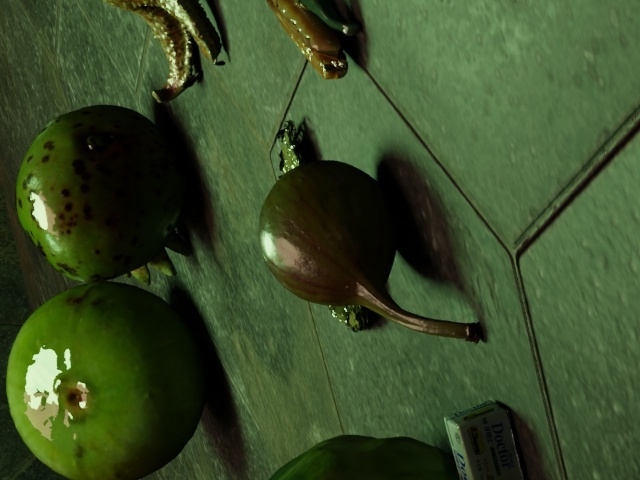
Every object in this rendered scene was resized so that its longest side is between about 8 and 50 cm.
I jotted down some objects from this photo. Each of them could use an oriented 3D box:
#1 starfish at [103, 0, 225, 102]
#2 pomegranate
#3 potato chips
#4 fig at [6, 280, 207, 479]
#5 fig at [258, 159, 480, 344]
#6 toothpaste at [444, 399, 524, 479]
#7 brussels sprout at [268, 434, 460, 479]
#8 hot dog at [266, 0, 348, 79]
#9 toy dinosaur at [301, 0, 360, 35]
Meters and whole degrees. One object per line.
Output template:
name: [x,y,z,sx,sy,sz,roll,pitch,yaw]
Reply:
starfish: [-0.227,-0.286,1.859,0.303,0.113,0.312,48,175,-26]
pomegranate: [-0.269,-0.029,2.153,0.231,0.231,0.286,48,162,54]
potato chips: [0.004,-0.001,1.618,0.202,0.029,0.220,88,160,-47]
fig: [-0.299,0.198,2.426,0.316,0.316,0.316,161,90,-74]
fig: [0.042,0.028,1.394,0.236,0.124,0.124,44,151,34]
toothpaste: [0.146,0.213,1.350,0.034,0.046,0.164,-153,46,-72]
brussels sprout: [0.042,0.270,1.451,0.271,0.210,0.219,-58,-17,-70]
hot dog: [-0.007,-0.185,1.420,0.133,0.041,0.056,55,179,43]
toy dinosaur: [-0.053,-0.302,1.370,0.120,0.079,0.292,-153,42,-70]
